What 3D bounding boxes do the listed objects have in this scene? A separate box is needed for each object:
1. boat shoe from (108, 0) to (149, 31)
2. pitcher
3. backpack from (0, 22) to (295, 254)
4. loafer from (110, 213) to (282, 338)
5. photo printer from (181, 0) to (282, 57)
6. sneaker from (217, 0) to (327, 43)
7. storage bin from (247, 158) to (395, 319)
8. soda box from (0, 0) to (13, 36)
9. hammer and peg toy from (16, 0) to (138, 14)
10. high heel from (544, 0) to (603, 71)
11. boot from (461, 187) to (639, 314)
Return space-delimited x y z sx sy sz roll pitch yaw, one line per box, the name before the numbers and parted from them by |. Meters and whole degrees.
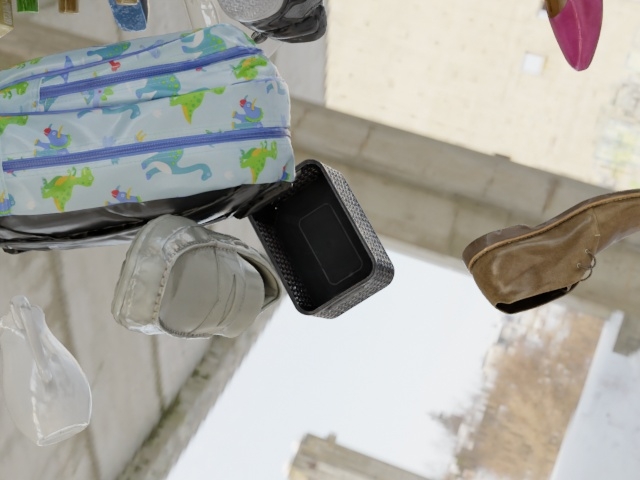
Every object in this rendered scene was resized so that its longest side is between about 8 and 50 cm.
boat shoe | -0.385 -0.515 2.101 0.258 0.109 0.089 103 171 -59
pitcher | -0.426 0.193 1.641 0.125 0.207 0.178 -20 -16 -20
backpack | -0.204 -0.102 1.180 0.290 0.355 0.274 12 -97 -76
loafer | -0.108 0.039 1.035 0.319 0.111 0.112 -17 -54 -79
photo printer | -0.106 -0.415 1.720 0.256 0.107 0.307 -47 -16 -15
sneaker | -0.002 -0.357 1.436 0.268 0.101 0.153 -31 -21 5
storage bin | 0.000 0.000 1.404 0.122 0.180 0.084 -33 -16 13
soda box | -0.547 -0.349 1.604 0.181 0.061 0.058 10 -115 -49
hammer and peg toy | -0.473 -0.433 1.705 0.361 0.266 0.127 -6 -82 -44
high heel | 0.229 -0.298 1.160 0.082 0.117 0.244 -170 72 -73
boot | 0.365 0.018 1.552 0.112 0.305 0.115 78 169 -56
